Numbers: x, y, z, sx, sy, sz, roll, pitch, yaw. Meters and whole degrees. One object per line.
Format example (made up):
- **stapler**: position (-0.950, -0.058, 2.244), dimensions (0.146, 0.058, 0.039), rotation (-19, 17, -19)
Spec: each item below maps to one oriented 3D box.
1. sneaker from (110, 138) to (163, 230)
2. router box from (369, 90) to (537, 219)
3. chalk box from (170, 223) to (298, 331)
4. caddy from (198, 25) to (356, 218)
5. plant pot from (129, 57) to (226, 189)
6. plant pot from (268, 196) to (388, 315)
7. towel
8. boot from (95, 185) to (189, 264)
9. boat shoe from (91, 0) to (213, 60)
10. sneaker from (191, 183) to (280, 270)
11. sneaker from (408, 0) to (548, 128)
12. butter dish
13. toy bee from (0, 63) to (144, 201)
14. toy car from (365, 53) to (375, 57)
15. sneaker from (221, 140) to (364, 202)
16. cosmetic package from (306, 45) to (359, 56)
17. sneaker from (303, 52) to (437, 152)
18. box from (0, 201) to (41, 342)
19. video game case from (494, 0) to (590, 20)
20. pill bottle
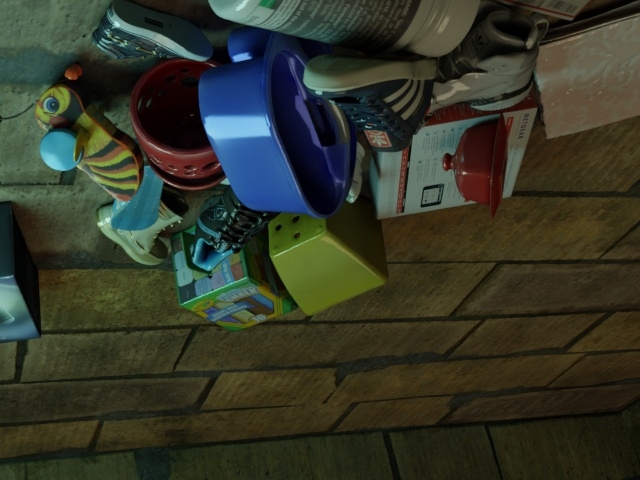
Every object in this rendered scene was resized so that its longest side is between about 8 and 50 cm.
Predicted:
- **sneaker**: position (-0.347, -0.100, 1.858), dimensions (0.088, 0.092, 0.228), rotation (5, 143, -23)
- **router box**: position (0.256, -0.178, 1.971), dimensions (0.301, 0.082, 0.335), rotation (-10, 152, -5)
- **chalk box**: position (-0.203, 0.060, 2.130), dimensions (0.179, 0.180, 0.289), rotation (-22, 152, 18)
- **caddy**: position (-0.041, -0.192, 1.541), dimensions (0.179, 0.241, 0.341), rotation (2, 136, 27)
- **plant pot**: position (-0.218, -0.193, 1.655), dimensions (0.191, 0.191, 0.174), rotation (-9, 161, -5)
- **plant pot**: position (0.000, 0.000, 2.092), dimensions (0.212, 0.212, 0.187), rotation (-24, 137, 23)
- **towel**: position (0.561, -0.330, 1.841), dimensions (0.317, 0.053, 0.332), rotation (-15, 152, 8)
- **boot**: position (-0.337, -0.031, 2.015), dimensions (0.165, 0.077, 0.213), rotation (-23, 144, 18)
- **boat shoe**: position (-0.265, -0.315, 1.539), dimensions (0.183, 0.065, 0.083), rotation (18, 143, -34)
- **sneaker**: position (-0.140, -0.043, 1.823), dimensions (0.125, 0.139, 0.341), rotation (27, 149, -16)
- **sneaker**: position (0.210, -0.299, 1.658), dimensions (0.366, 0.137, 0.210), rotation (-12, 159, -11)
- **butter dish**: position (0.288, -0.144, 1.831), dimensions (0.118, 0.159, 0.160), rotation (7, 155, 14)
- **toy bee**: position (-0.406, -0.195, 1.600), dimensions (0.298, 0.195, 0.162), rotation (22, 114, -32)
- **toy car**: position (0.127, -0.349, 1.635), dimensions (0.122, 0.060, 0.040), rotation (-18, -176, 25)
- **sneaker**: position (-0.057, -0.130, 1.881), dimensions (0.297, 0.129, 0.111), rotation (-3, 155, -4)
- **cosmetic package**: position (-0.039, -0.272, 1.702), dimensions (0.099, 0.060, 0.239), rotation (9, 146, -33)
- **sneaker**: position (0.083, -0.200, 1.456), dimensions (0.131, 0.148, 0.350), rotation (12, -165, 27)
- **box**: position (-0.741, 0.085, 1.966), dimensions (0.297, 0.182, 0.294), rotation (-8, 151, -8)
- **video game case**: position (0.414, -0.469, 1.552), dimensions (0.204, 0.025, 0.285), rotation (6, 148, -29)
- **pill bottle**: position (0.037, -0.377, 1.383), dimensions (0.361, 0.204, 0.204), rotation (7, 147, -31)
